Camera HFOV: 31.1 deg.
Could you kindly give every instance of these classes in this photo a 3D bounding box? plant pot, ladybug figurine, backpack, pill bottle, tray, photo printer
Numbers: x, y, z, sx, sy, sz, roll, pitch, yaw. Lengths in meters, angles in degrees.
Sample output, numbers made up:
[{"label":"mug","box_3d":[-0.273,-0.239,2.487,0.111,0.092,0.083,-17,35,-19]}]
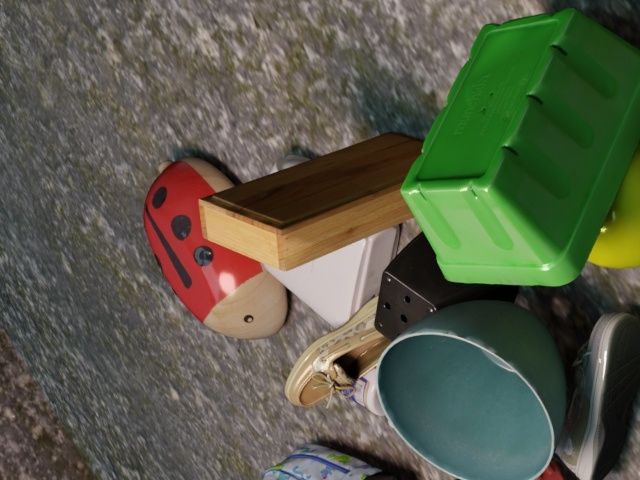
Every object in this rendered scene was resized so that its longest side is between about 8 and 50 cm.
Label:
[{"label":"plant pot","box_3d":[0.258,0.203,1.762,0.290,0.195,0.290,21,133,24]},{"label":"ladybug figurine","box_3d":[-0.241,0.023,2.445,0.449,0.162,0.305,56,143,16]},{"label":"backpack","box_3d":[0.021,0.558,2.350,0.355,0.273,0.290,34,148,56]},{"label":"pill bottle","box_3d":[0.073,0.248,2.205,0.187,0.112,0.112,27,128,42]},{"label":"tray","box_3d":[0.034,-0.074,1.826,0.203,0.411,0.076,20,124,46]},{"label":"plant pot","box_3d":[0.197,0.104,1.923,0.188,0.167,0.187,36,134,35]},{"label":"photo printer","box_3d":[0.000,0.000,2.170,0.307,0.107,0.256,39,136,33]}]

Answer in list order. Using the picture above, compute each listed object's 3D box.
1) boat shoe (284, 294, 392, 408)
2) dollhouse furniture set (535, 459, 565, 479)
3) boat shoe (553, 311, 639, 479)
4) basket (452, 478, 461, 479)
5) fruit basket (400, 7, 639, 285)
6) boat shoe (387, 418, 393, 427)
[{"label":"boat shoe","box_3d":[0.055,0.211,2.091,0.285,0.104,0.089,-44,45,8]},{"label":"dollhouse furniture set","box_3d":[0.367,0.533,1.861,0.374,0.152,0.201,63,168,16]},{"label":"boat shoe","box_3d":[0.415,0.237,1.760,0.103,0.118,0.320,29,137,35]},{"label":"basket","box_3d":[0.278,0.558,2.079,0.204,0.154,0.226,34,131,57]},{"label":"fruit basket","box_3d":[0.341,-0.083,1.558,0.283,0.392,0.392,1,109,52]},{"label":"boat shoe","box_3d":[0.229,0.282,2.029,0.301,0.108,0.102,-5,104,50]}]
